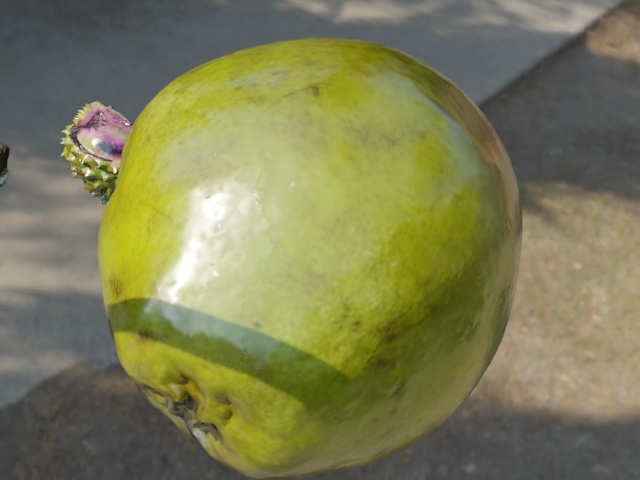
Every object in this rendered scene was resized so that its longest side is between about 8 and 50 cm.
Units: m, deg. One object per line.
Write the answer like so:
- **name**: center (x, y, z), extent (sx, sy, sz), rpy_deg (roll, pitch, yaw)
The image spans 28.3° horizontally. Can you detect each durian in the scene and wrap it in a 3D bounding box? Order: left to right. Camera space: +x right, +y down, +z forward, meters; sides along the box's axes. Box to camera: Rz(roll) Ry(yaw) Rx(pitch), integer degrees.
- **durian**: center (-0.276, -0.093, 1.578), extent (0.187, 0.119, 0.108), rpy_deg (34, 26, 29)

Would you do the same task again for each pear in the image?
- **pear**: center (0.000, 0.000, 1.040), extent (0.352, 0.352, 0.413), rpy_deg (23, 41, 10)

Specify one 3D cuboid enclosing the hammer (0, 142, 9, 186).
- **hammer**: center (-0.310, -0.088, 0.691), extent (0.297, 0.027, 0.125), rpy_deg (21, 26, 5)
